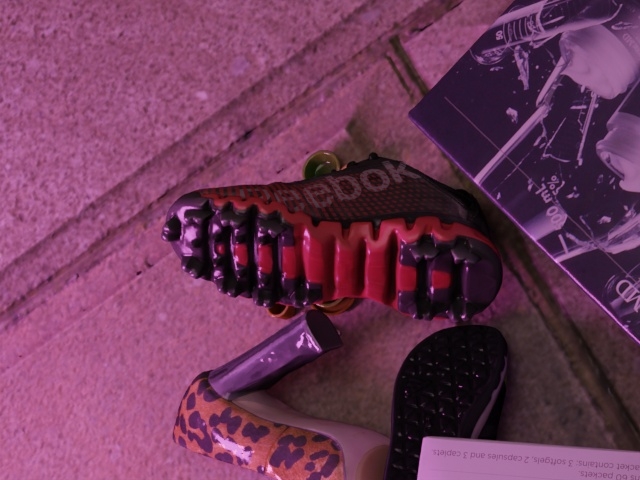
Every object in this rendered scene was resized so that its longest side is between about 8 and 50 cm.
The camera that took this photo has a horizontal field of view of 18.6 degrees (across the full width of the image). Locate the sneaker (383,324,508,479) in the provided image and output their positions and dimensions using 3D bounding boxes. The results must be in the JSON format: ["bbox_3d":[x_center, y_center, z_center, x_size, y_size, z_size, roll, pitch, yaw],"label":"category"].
[{"bbox_3d":[0.095,0.173,1.545,0.084,0.097,0.234,5,49,22],"label":"sneaker"}]

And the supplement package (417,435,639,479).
[{"bbox_3d":[0.180,0.292,1.391,0.199,0.198,0.262,1,74,27],"label":"supplement package"}]

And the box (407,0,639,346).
[{"bbox_3d":[0.304,-0.077,1.467,0.312,0.179,0.343,-48,58,7],"label":"box"}]

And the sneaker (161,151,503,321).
[{"bbox_3d":[0.012,-0.010,1.600,0.276,0.097,0.135,6,38,2],"label":"sneaker"}]

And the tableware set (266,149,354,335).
[{"bbox_3d":[0.000,0.000,1.687,0.104,0.024,0.154,20,83,31],"label":"tableware set"}]

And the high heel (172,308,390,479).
[{"bbox_3d":[-0.022,0.209,1.607,0.186,0.093,0.261,-35,67,32],"label":"high heel"}]
